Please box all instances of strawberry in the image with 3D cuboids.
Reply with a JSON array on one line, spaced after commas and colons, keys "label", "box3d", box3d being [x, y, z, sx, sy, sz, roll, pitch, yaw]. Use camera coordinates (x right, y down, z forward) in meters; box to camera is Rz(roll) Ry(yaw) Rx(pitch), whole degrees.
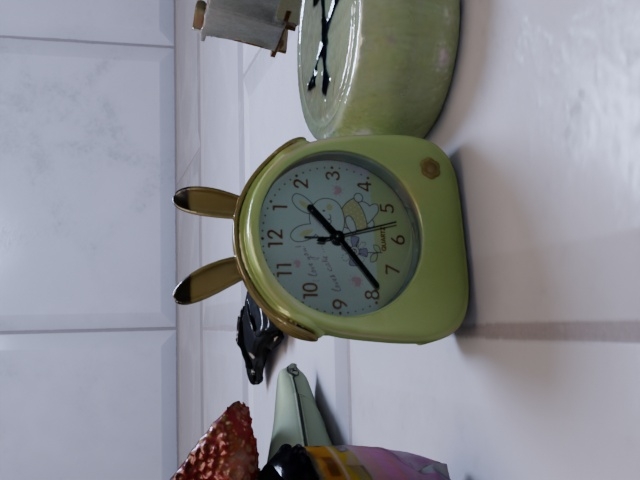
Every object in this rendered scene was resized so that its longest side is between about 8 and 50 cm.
[{"label": "strawberry", "box3d": [-0.117, 0.320, 1.009, 0.107, 0.175, 0.236, 38, 146, 23]}]

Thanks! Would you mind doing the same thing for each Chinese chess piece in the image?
[{"label": "Chinese chess piece", "box3d": [0.045, -0.195, 0.781, 0.238, 0.092, 0.237, -179, 90, -75]}]

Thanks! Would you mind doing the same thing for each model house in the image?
[{"label": "model house", "box3d": [-0.041, -0.413, 1.001, 0.326, 0.169, 0.244, 120, 154, -58]}]

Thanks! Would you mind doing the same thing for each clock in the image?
[{"label": "clock", "box3d": [0.000, 0.000, 0.675, 0.069, 0.232, 0.170, 138, 131, -69]}]

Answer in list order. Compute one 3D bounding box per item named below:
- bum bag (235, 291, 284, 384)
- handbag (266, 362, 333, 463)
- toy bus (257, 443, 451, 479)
[{"label": "bum bag", "box3d": [-0.102, 0.141, 1.372, 0.248, 0.060, 0.123, 112, 153, -55]}, {"label": "handbag", "box3d": [-0.045, 0.303, 1.092, 0.315, 0.109, 0.241, -122, 36, -69]}, {"label": "toy bus", "box3d": [0.034, 0.346, 0.675, 0.171, 0.162, 0.386, -142, 53, -65]}]
